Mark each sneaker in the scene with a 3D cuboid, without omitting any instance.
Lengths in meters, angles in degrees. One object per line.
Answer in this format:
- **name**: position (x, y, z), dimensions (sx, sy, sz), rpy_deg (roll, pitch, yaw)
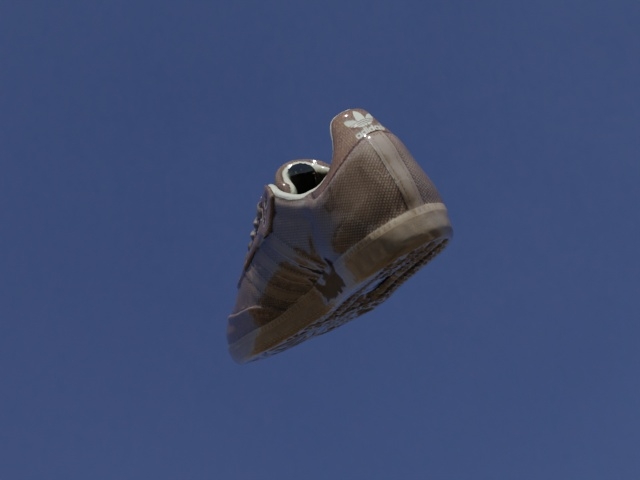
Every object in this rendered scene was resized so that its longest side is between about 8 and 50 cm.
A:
- **sneaker**: position (0.000, 0.000, 0.820), dimensions (0.066, 0.071, 0.188), rpy_deg (-19, -11, -32)
